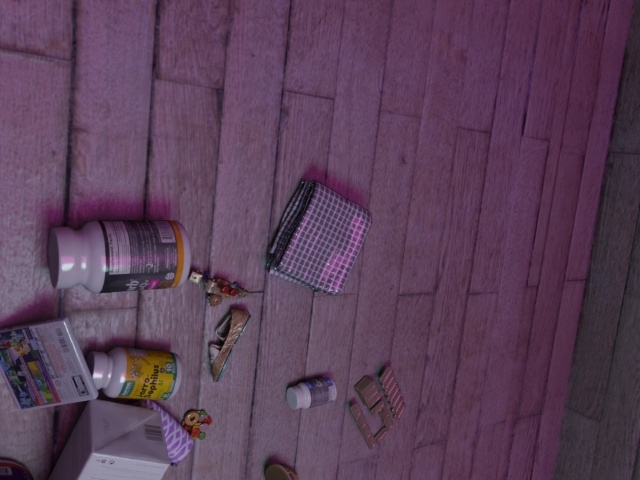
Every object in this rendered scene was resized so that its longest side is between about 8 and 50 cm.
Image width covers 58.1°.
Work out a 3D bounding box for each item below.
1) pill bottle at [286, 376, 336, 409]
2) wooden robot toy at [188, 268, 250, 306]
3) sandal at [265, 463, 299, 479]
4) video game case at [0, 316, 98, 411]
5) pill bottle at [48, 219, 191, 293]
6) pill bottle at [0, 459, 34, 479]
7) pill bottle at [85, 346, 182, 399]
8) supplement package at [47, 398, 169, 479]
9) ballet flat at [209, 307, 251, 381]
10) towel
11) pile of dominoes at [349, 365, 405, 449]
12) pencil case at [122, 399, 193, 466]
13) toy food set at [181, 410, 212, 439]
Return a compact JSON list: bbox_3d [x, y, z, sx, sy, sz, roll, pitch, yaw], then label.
[{"bbox_3d":[-0.027,0.456,1.713,0.137,0.078,0.078,-4,102,-34],"label":"pill bottle"},{"bbox_3d":[-0.269,0.138,1.489,0.173,0.076,0.079,24,97,-35],"label":"wooden robot toy"},{"bbox_3d":[-0.101,0.729,1.738,0.079,0.088,0.240,-53,138,-52],"label":"sandal"},{"bbox_3d":[-0.603,0.271,1.251,0.183,0.023,0.201,-11,110,5],"label":"video game case"},{"bbox_3d":[-0.446,0.034,1.286,0.278,0.162,0.162,-2,101,-34],"label":"pill bottle"},{"bbox_3d":[-0.652,0.595,1.160,0.181,0.323,0.181,-8,104,-33],"label":"pill bottle"},{"bbox_3d":[-0.447,0.316,1.370,0.208,0.117,0.118,16,91,-36],"label":"pill bottle"},{"bbox_3d":[-0.490,0.537,1.296,0.175,0.177,0.293,23,106,-31],"label":"supplement package"},{"bbox_3d":[-0.256,0.273,1.536,0.067,0.073,0.206,26,81,-8],"label":"ballet flat"},{"bbox_3d":[0.000,0.000,1.611,0.235,0.121,0.284,26,85,-35],"label":"towel"},{"bbox_3d":[0.187,0.550,1.922,0.196,0.040,0.251,-39,127,-23],"label":"pile of dominoes"},{"bbox_3d":[-0.408,0.476,1.451,0.206,0.088,0.086,58,46,-29],"label":"pencil case"},{"bbox_3d":[-0.333,0.496,1.546,0.082,0.020,0.083,16,90,-36],"label":"toy food set"}]
